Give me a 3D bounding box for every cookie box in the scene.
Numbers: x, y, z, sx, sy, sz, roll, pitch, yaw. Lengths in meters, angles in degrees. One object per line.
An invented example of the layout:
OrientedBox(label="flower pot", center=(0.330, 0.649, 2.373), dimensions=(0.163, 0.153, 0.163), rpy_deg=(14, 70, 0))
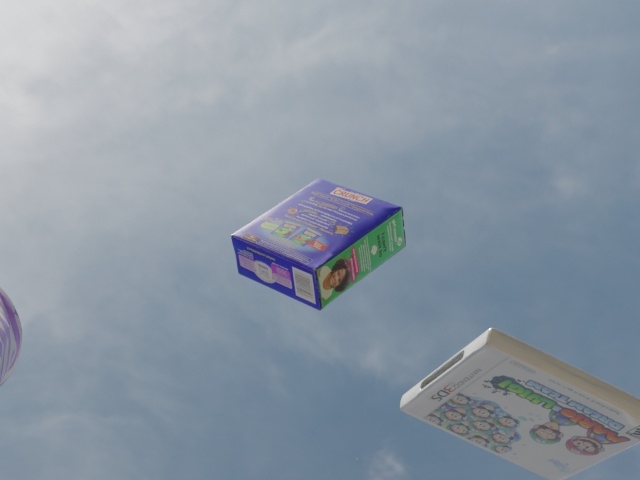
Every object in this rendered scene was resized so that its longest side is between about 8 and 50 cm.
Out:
OrientedBox(label="cookie box", center=(0.000, 0.000, 0.789), dimensions=(0.091, 0.040, 0.107), rpy_deg=(22, -138, 37))

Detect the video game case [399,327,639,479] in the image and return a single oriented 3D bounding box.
OrientedBox(label="video game case", center=(0.162, 0.134, 0.781), dimensions=(0.157, 0.143, 0.019), rpy_deg=(26, -127, -10))

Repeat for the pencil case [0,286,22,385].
OrientedBox(label="pencil case", center=(-0.188, 0.072, 0.469), dimensions=(0.086, 0.206, 0.088), rpy_deg=(-17, -76, -6))
